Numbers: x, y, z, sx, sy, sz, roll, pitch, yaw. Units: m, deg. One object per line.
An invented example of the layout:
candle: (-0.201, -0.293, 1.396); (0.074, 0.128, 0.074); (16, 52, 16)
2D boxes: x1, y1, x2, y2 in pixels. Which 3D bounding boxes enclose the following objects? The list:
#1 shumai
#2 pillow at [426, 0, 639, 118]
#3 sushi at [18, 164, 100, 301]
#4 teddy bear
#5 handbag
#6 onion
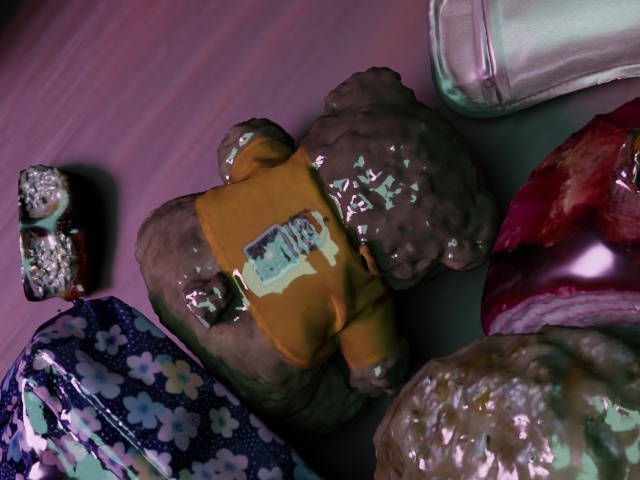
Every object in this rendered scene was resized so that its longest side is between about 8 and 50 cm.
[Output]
shumai: (0.114, 0.175, 0.840); (0.189, 0.256, 0.218); (18, 53, -14)
pillow: (0.162, -0.140, 0.948); (0.233, 0.038, 0.130); (-8, 83, 21)
sushi: (-0.154, -0.004, 1.082); (0.046, 0.044, 0.083); (-3, 90, 0)
teddy bear: (0.000, 0.000, 0.968); (0.190, 0.140, 0.177); (-38, 73, 9)
handbag: (-0.105, 0.155, 0.974); (0.229, 0.127, 0.208); (41, 134, 3)
onion: (0.172, -0.007, 0.852); (0.195, 0.218, 0.140); (13, 67, 28)
